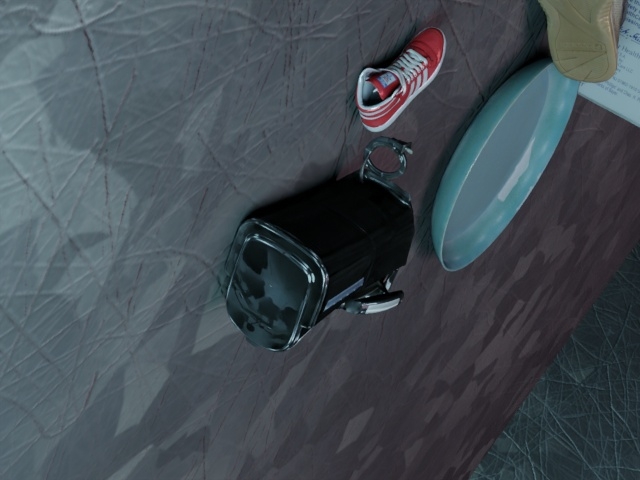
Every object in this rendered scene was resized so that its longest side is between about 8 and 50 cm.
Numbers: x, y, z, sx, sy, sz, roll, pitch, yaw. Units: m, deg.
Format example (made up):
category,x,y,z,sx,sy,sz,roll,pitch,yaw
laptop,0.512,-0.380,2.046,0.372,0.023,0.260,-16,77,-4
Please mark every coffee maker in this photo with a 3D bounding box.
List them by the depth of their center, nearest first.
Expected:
category,x,y,z,sx,sy,sz,roll,pitch,yaw
coffee maker,0.000,0.000,1.140,0.178,0.120,0.171,-28,121,-54

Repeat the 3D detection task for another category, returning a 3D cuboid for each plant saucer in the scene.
category,x,y,z,sx,sy,sz,roll,pitch,yaw
plant saucer,0.233,-0.105,1.570,0.317,0.044,0.317,-45,156,-27

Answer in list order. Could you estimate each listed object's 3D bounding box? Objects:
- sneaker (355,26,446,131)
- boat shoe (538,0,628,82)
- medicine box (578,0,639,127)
category,x,y,z,sx,sy,sz,roll,pitch,yaw
sneaker,0.076,-0.160,1.145,0.118,0.042,0.067,-54,162,-2
boat shoe,0.303,-0.300,1.380,0.285,0.103,0.092,66,34,-53
medicine box,0.488,-0.334,1.652,0.263,0.149,0.289,-30,147,-50
